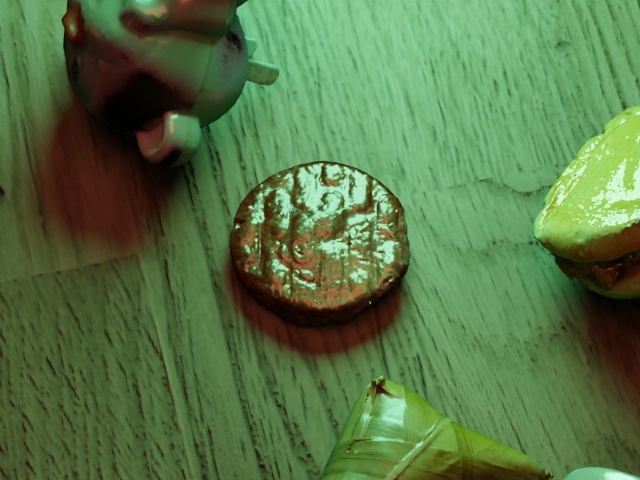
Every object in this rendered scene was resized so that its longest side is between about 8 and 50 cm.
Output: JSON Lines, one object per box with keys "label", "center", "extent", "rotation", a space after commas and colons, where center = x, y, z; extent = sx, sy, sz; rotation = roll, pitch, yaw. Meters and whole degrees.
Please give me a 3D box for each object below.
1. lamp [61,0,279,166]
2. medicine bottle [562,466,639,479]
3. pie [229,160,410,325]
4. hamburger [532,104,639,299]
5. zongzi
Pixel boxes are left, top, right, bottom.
{"label": "lamp", "center": [-0.128, -0.244, 1.923], "extent": [0.247, 0.301, 0.247], "rotation": [6, 31, -42]}
{"label": "medicine bottle", "center": [0.207, 0.378, 1.617], "extent": [0.208, 0.208, 0.340], "rotation": [29, 65, 14]}
{"label": "pie", "center": [0.000, 0.000, 1.909], "extent": [0.182, 0.049, 0.182], "rotation": [0, 61, 1]}
{"label": "hamburger", "center": [0.310, -0.041, 1.861], "extent": [0.108, 0.213, 0.214], "rotation": [43, 61, -25]}
{"label": "zongzi", "center": [0.096, 0.241, 1.759], "extent": [0.197, 0.099, 0.194], "rotation": [26, 64, 4]}
